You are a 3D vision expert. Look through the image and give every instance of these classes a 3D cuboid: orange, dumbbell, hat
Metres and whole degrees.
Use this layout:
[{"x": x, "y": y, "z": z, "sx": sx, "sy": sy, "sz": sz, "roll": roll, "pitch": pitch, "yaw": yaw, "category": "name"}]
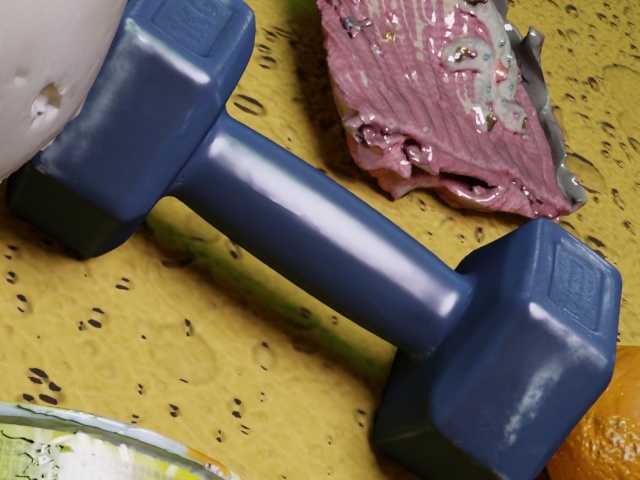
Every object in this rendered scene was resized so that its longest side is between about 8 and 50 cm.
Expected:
[{"x": 0.191, "y": 0.120, "z": 0.786, "sx": 0.136, "sy": 0.136, "sz": 0.117, "roll": 10, "pitch": 78, "yaw": -35, "category": "orange"}, {"x": 0.001, "y": 0.000, "z": 0.726, "sx": 0.316, "sy": 0.156, "sz": 0.143, "roll": 34, "pitch": 6, "yaw": -9, "category": "dumbbell"}, {"x": 0.080, "y": -0.148, "z": 0.987, "sx": 0.237, "sy": 0.107, "sz": 0.286, "roll": 19, "pitch": 44, "yaw": -43, "category": "hat"}]

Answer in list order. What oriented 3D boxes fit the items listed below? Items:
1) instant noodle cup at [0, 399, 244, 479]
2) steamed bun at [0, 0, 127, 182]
[{"x": -0.108, "y": 0.157, "z": 0.417, "sx": 0.205, "sy": 0.205, "sz": 0.153, "roll": 19, "pitch": 47, "yaw": -28, "category": "instant noodle cup"}, {"x": -0.228, "y": -0.157, "z": 0.553, "sx": 0.324, "sy": 0.206, "sz": 0.324, "roll": 4, "pitch": 43, "yaw": -4, "category": "steamed bun"}]
